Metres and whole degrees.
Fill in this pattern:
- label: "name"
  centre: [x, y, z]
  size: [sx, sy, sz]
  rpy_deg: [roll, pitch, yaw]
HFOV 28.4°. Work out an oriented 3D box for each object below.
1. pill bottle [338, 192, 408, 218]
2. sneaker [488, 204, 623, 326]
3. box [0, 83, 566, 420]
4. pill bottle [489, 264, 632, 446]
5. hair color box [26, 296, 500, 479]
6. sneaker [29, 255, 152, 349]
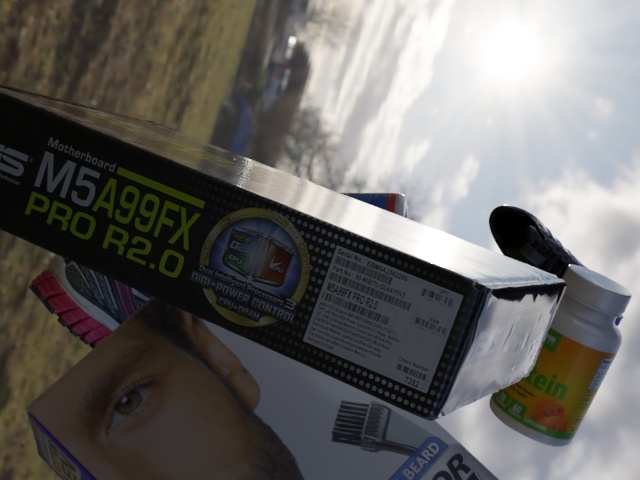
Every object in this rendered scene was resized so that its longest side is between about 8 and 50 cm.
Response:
- label: "pill bottle"
  centre: [0.000, 0.000, 1.625]
  size: [0.124, 0.222, 0.124]
  rpy_deg: [-1, 90, -82]
- label: "sneaker"
  centre: [0.379, 0.046, 2.123]
  size: [0.102, 0.293, 0.146]
  rpy_deg: [-46, 149, 7]
- label: "box"
  centre: [-0.029, -0.002, 0.622]
  size: [0.060, 0.270, 0.216]
  rpy_deg: [-70, 161, 6]
- label: "pill bottle"
  centre: [0.358, 0.166, 1.859]
  size: [0.136, 0.136, 0.245]
  rpy_deg: [-96, -151, -75]
- label: "hair color box"
  centre: [-0.008, 0.177, 0.824]
  size: [0.185, 0.339, 0.110]
  rpy_deg: [-43, 166, -23]
- label: "sneaker"
  centre: [-0.174, 0.100, 1.384]
  size: [0.112, 0.299, 0.121]
  rpy_deg: [-49, -141, -4]
